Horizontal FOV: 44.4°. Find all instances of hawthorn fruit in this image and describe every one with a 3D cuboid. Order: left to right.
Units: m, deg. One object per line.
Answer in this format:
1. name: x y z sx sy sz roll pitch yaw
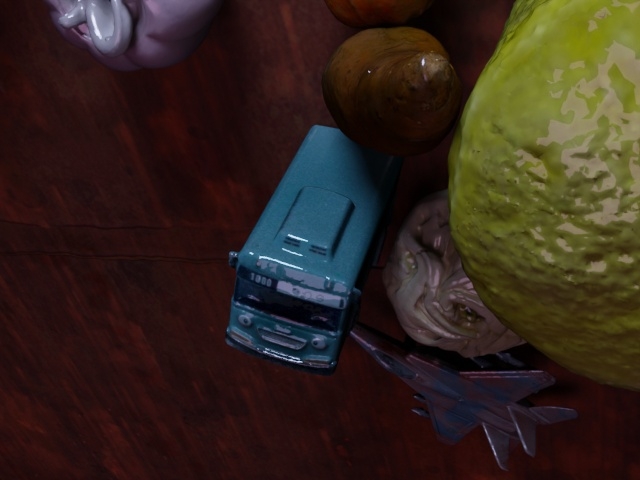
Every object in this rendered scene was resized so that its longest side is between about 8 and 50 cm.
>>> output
1. hawthorn fruit: 0.048 -0.241 0.684 0.128 0.128 0.128 12 134 12

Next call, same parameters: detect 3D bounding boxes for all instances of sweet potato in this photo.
1. sweet potato: 0.062 -0.127 0.665 0.112 0.359 0.112 -4 106 -13

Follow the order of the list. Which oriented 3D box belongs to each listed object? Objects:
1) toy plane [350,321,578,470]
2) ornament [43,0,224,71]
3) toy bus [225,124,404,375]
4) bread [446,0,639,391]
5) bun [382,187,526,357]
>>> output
1. toy plane: 0.165 0.177 1.027 0.326 0.104 0.223 36 133 -6
2. ornament: -0.180 -0.245 0.738 0.178 0.177 0.177 12 134 12
3. toy bus: 0.000 0.000 0.824 0.128 0.256 0.147 16 132 8
4. bread: 0.273 -0.082 0.592 0.348 0.307 0.348 6 123 10
5. bun: 0.174 0.042 0.872 0.230 0.145 0.229 11 130 14
